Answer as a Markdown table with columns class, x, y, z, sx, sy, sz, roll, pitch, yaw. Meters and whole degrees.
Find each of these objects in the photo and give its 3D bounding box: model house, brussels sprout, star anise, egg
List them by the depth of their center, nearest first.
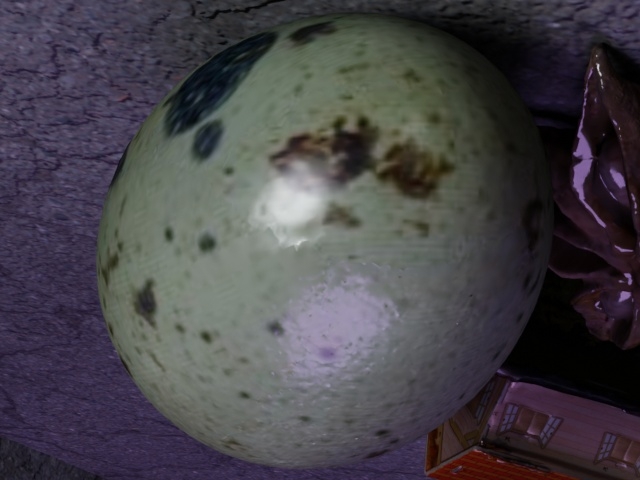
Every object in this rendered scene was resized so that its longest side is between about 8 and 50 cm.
| class | x | y | z | sx | sy | sz | roll | pitch | yaw |
| --- | --- | --- | --- | --- | --- | --- | --- | --- | --- |
| egg | 0.000 | 0.000 | 1.038 | 0.287 | 0.288 | 0.379 | 14 | 149 | -8 |
| star anise | 0.254 | -0.003 | 1.089 | 0.292 | 0.109 | 0.349 | 33 | 157 | 0 |
| brussels sprout | 0.226 | 0.053 | 1.381 | 0.085 | 0.085 | 0.058 | 10 | 127 | 5 |
| model house | 0.195 | 0.154 | 1.407 | 0.294 | 0.154 | 0.207 | 18 | -164 | -18 |
